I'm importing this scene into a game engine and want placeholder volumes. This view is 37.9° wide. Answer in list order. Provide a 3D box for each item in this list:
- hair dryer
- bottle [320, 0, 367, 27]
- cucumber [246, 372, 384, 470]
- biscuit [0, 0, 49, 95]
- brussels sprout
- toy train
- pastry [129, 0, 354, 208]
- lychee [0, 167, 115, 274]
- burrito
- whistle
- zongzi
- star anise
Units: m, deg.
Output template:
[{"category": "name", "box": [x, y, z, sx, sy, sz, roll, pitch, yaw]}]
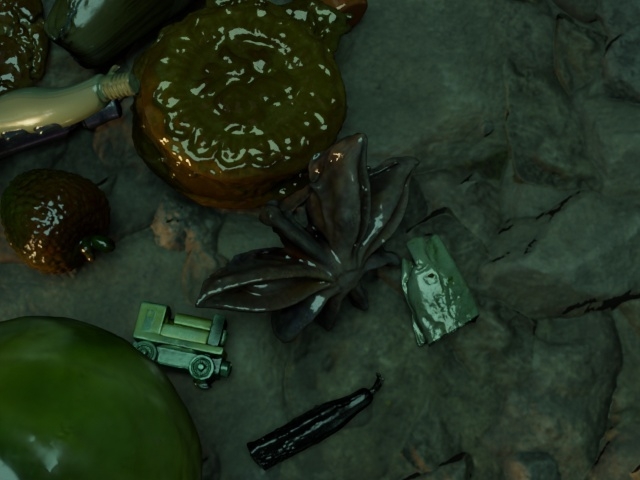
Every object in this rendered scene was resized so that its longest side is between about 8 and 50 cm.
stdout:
[{"category": "hair dryer", "box": [-0.350, -0.059, 0.952, 0.298, 0.119, 0.296, 12, 81, 26]}, {"category": "bottle", "box": [-0.021, -0.330, 1.105, 0.069, 0.069, 0.187, -34, 78, -8]}, {"category": "cucumber", "box": [-0.002, 0.193, 1.002, 0.163, 0.043, 0.039, -27, 36, -9]}, {"category": "biscuit", "box": [-0.426, -0.235, 1.096, 0.226, 0.042, 0.226, 0, 76, 0]}, {"category": "brussels sprout", "box": [-0.275, 0.232, 0.864, 0.344, 0.268, 0.344, -1, 94, -14]}, {"category": "toy train", "box": [-0.153, 0.114, 1.014, 0.122, 0.050, 0.081, 10, 70, 3]}, {"category": "pastry", "box": [-0.094, -0.155, 1.043, 0.240, 0.132, 0.235, 8, 69, -5]}, {"category": "lychee", "box": [-0.285, -0.022, 1.011, 0.146, 0.114, 0.114, 36, 79, 22]}, {"category": "burrito", "box": [0.123, 0.052, 1.031, 0.074, 0.044, 0.118, -21, 82, -1]}, {"category": "whistle", "box": [-0.315, -0.129, 1.076, 0.176, 0.033, 0.033, -19, 78, -4]}, {"category": "zongzi", "box": [-0.171, -0.282, 1.065, 0.242, 0.112, 0.221, 18, 76, 10]}, {"category": "star anise", "box": [0.003, -0.004, 0.987, 0.110, 0.198, 0.257, 36, 91, 42]}]
